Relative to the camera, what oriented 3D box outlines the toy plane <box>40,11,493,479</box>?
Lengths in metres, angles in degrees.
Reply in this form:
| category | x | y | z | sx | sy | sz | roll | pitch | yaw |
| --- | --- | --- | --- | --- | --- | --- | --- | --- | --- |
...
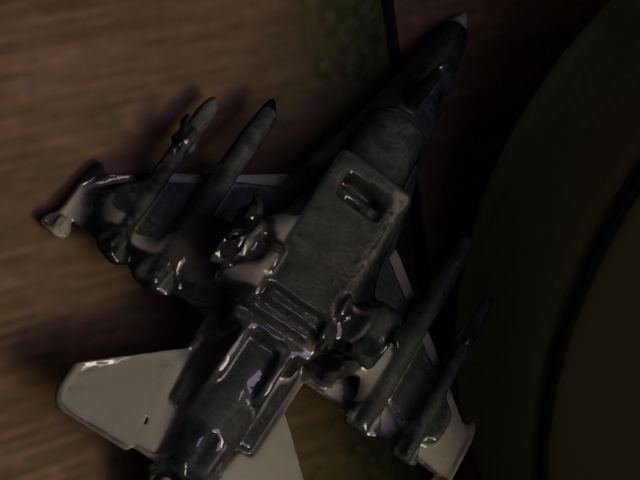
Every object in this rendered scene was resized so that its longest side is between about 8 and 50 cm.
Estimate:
| category | x | y | z | sx | sy | sz | roll | pitch | yaw |
| --- | --- | --- | --- | --- | --- | --- | --- | --- | --- |
| toy plane | 0.001 | 0.000 | 0.562 | 0.160 | 0.082 | 0.234 | 35 | 72 | -5 |

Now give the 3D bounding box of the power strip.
| category | x | y | z | sx | sy | sz | roll | pitch | yaw |
| --- | --- | --- | --- | --- | --- | --- | --- | --- | --- |
| power strip | 0.235 | 0.050 | 0.610 | 0.357 | 0.161 | 0.357 | -8 | 115 | -17 |
